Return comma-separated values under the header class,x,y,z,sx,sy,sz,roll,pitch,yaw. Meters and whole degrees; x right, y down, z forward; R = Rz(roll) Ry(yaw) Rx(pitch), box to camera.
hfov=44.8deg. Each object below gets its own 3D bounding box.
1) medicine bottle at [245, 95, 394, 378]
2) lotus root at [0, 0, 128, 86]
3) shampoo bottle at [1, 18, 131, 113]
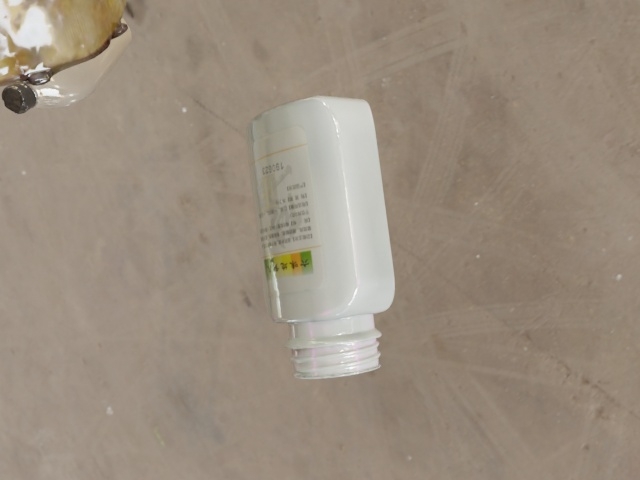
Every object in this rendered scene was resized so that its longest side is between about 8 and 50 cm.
class,x,y,z,sx,sy,sz,roll,pitch,yaw
medicine bottle,0.000,0.000,0.945,0.179,0.124,0.324,-12,83,48
lotus root,-0.288,-0.282,0.613,0.316,0.316,0.250,33,134,28
shampoo bottle,-0.386,-0.269,1.175,0.127,0.257,0.078,32,132,-1
